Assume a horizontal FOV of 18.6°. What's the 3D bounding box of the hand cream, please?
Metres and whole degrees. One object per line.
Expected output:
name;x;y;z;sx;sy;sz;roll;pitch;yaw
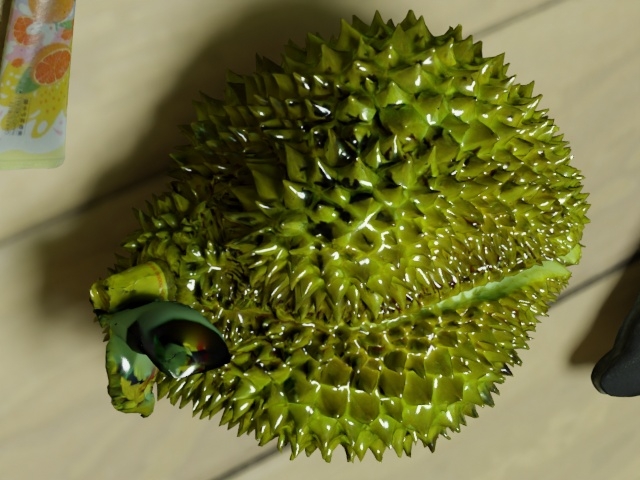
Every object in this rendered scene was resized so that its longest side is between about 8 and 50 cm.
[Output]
hand cream;-0.105;-0.074;0.734;0.035;0.022;0.102;-5;113;-38

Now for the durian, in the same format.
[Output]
durian;0.007;0.004;0.762;0.198;0.146;0.159;-41;127;0

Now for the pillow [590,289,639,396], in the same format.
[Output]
pillow;0.252;-0.013;0.937;0.186;0.106;0.250;21;91;-21
